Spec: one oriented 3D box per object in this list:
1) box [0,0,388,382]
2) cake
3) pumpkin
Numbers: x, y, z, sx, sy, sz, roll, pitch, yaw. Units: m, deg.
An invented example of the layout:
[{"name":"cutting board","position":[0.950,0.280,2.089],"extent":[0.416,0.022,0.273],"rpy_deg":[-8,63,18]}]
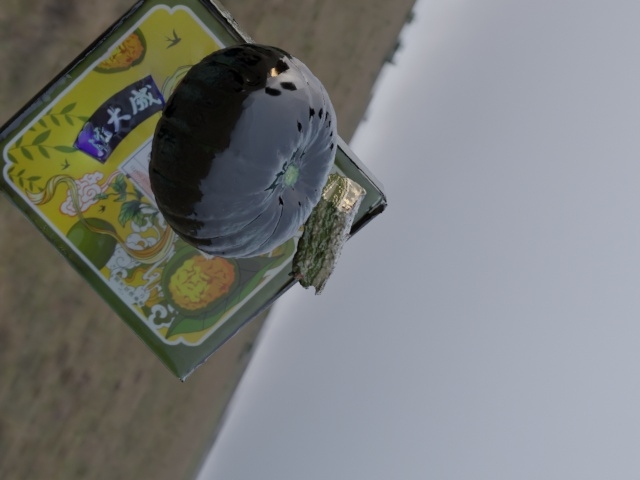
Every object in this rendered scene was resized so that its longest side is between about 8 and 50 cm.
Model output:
[{"name":"box","position":[-0.180,-0.088,2.063],"extent":[0.373,0.420,0.138],"rpy_deg":[-41,-173,7]},{"name":"cake","position":[0.000,0.000,1.647],"extent":[0.055,0.051,0.140],"rpy_deg":[-41,156,-61]},{"name":"pumpkin","position":[-0.072,-0.083,1.422],"extent":[0.202,0.140,0.202],"rpy_deg":[-37,142,-37]}]
